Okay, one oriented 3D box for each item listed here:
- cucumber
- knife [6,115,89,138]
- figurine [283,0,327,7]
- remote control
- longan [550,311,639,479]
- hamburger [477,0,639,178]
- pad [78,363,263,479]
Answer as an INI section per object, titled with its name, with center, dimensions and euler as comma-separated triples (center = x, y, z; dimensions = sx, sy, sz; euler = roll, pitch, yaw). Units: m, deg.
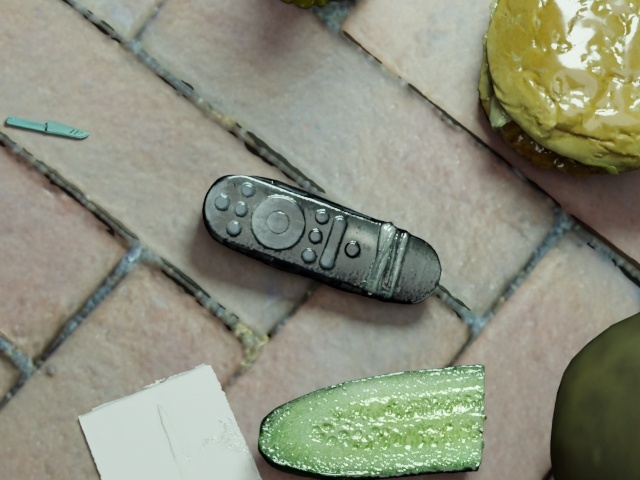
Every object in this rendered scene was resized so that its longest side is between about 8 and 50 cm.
[cucumber]
center = 0.054, 0.198, 1.941
dimensions = 0.244, 0.063, 0.115
euler = -3, 70, -6
[knife]
center = -0.295, -0.123, 2.008
dimensions = 0.091, 0.005, 0.014
euler = 12, 78, -4
[figurine]
center = 0.024, -0.378, 1.943
dimensions = 0.187, 0.315, 0.168
euler = -7, 78, -8
[remote control]
center = 0.000, 0.000, 1.990
dimensions = 0.266, 0.066, 0.090
euler = 20, 89, -6
[longan]
center = 0.425, 0.209, 1.849
dimensions = 0.405, 0.336, 0.404
euler = -1, 40, 1
[hamburger]
center = 0.307, -0.206, 2.026
dimensions = 0.260, 0.144, 0.283
euler = 12, 81, -6
[pad]
center = -0.141, 0.257, 1.937
dimensions = 0.156, 0.004, 0.232
euler = -23, 80, -10
